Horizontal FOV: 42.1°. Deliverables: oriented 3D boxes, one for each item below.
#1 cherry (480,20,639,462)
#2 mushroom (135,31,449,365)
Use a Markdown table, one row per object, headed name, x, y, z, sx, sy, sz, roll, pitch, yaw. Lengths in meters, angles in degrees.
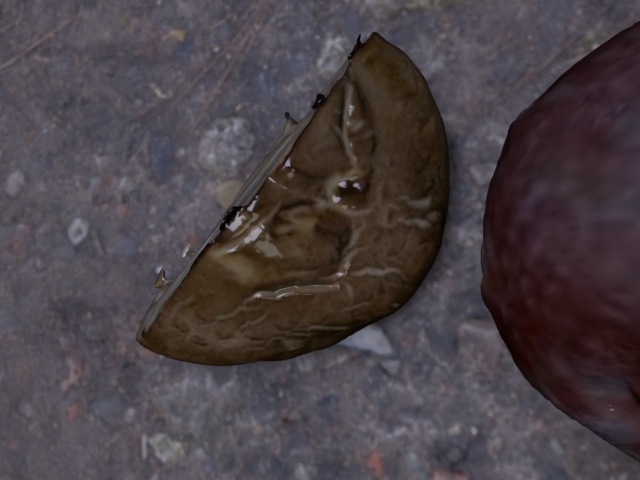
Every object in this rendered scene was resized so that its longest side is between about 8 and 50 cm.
| name | x | y | z | sx | sy | sz | roll | pitch | yaw |
| --- | --- | --- | --- | --- | --- | --- | --- | --- | --- |
| cherry | 0.266 | 0.007 | 0.431 | 0.335 | 0.291 | 0.326 | -27 | 57 | -3 |
| mushroom | 0.000 | 0.000 | 0.607 | 0.151 | 0.156 | 0.285 | 39 | 96 | -10 |
